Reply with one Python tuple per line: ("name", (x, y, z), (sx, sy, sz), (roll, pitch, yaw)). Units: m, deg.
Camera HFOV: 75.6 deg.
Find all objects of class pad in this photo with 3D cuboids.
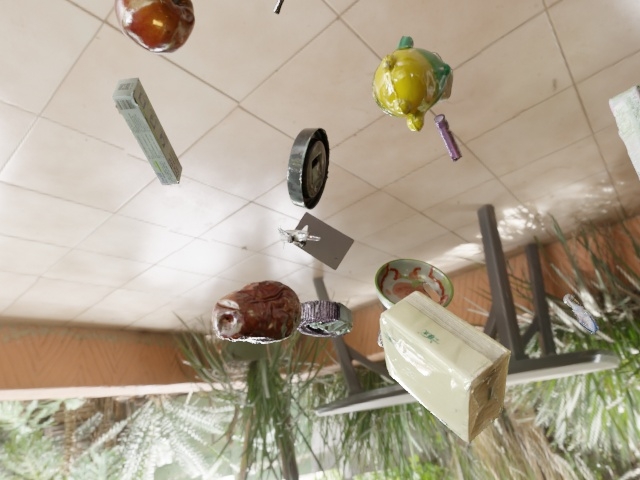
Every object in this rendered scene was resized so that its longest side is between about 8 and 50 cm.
("pad", (0.000, 0.000, 1.817), (0.264, 0.160, 0.009), (32, 172, 17))

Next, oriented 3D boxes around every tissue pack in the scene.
("tissue pack", (0.383, 0.385, 1.314), (0.207, 0.380, 0.297), (-26, 123, -23))

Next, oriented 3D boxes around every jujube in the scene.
("jujube", (-0.198, 0.230, 1.307), (0.216, 0.217, 0.342), (-21, 170, 25))

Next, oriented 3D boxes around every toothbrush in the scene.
("toothbrush", (0.692, 0.189, 1.099), (0.035, 0.042, 0.413), (-56, 161, 16))

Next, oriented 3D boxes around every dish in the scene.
("dish", (0.380, 0.223, 1.726), (0.323, 0.324, 0.124), (-4, 128, -10))

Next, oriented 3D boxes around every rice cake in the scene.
("rice cake", (0.440, -0.118, 0.553), (0.034, 0.211, 0.043), (11, 152, -34))

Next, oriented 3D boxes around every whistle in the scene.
("whistle", (0.352, -0.278, 1.132), (0.033, 0.033, 0.176), (-21, 141, 24))

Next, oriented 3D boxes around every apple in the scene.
("apple", (-0.378, -0.518, 0.947), (0.158, 0.156, 0.147), (-11, -160, 41))

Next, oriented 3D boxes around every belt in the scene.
("belt", (0.018, 0.372, 1.931), (0.260, 0.122, 0.325), (-16, 146, 25))

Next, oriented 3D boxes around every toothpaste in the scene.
("toothpaste", (-0.500, -0.306, 1.222), (0.067, 0.081, 0.337), (-4, 144, 2))

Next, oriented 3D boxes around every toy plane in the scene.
("toy plane", (-0.088, -0.012, 1.366), (0.162, 0.066, 0.171), (16, 159, -35))

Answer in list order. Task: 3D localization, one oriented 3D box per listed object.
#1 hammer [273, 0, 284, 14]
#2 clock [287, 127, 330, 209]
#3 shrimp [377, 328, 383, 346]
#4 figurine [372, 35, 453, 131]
("hammer", (-0.121, -0.936, 1.492), (0.103, 0.029, 0.246), (36, 138, -9))
("clock", (-0.050, -0.339, 1.945), (0.076, 0.387, 0.386), (12, 161, 17))
("shrimp", (0.286, 0.391, 1.750), (0.073, 0.075, 0.190), (8, 125, -4))
("figurine", (0.323, -0.549, 1.435), (0.231, 0.324, 0.340), (-12, -165, 40))
